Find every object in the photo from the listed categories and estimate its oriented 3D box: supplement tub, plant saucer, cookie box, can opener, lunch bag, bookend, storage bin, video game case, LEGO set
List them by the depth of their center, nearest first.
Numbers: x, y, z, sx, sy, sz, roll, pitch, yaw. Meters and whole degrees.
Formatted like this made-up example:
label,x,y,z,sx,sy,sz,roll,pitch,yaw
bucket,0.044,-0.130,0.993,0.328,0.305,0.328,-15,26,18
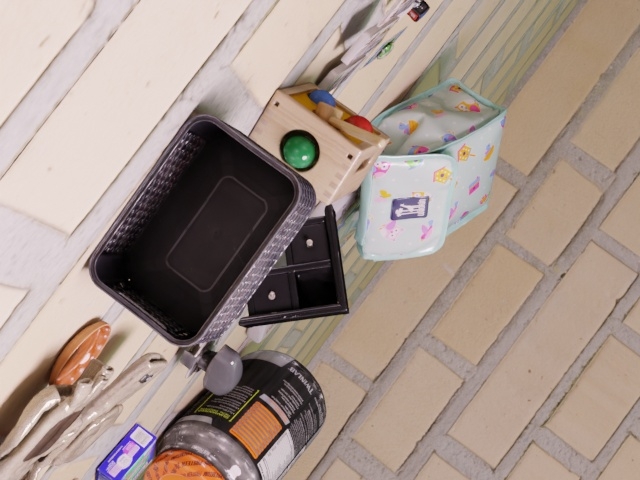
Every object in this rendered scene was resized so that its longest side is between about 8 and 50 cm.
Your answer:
label,x,y,z,sx,sy,sz,roll,pitch,yaw
storage bin,-0.102,-0.007,0.945,0.180,0.122,0.084,-54,171,3
plant saucer,-0.239,0.113,1.052,0.083,0.013,0.083,-52,171,-12
LEGO set,0.085,-0.273,1.243,0.182,0.060,0.244,-45,178,42
can opener,-0.112,0.104,1.429,0.076,0.095,0.283,-46,169,-47
bookend,-0.046,0.038,1.543,0.072,0.156,0.157,59,24,-81
cookie box,-0.288,0.331,1.575,0.092,0.040,0.107,-50,172,-30
lunch bag,0.161,-0.104,1.708,0.262,0.160,0.223,-33,144,-34
video game case,0.000,0.000,1.828,0.329,0.036,0.300,-49,171,-28
supplement tub,-0.149,0.357,1.876,0.338,0.207,0.207,-42,166,-51

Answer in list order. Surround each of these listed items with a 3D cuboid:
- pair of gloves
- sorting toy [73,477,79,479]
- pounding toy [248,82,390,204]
label,x,y,z,sx,sy,sz,roll,pitch,yaw
pair of gloves,-0.265,0.189,1.076,0.204,0.042,0.240,-46,172,9
sorting toy,-0.354,0.357,1.415,0.062,0.012,0.083,-58,171,32
pounding toy,0.009,-0.108,1.116,0.100,0.130,0.141,-57,171,21
